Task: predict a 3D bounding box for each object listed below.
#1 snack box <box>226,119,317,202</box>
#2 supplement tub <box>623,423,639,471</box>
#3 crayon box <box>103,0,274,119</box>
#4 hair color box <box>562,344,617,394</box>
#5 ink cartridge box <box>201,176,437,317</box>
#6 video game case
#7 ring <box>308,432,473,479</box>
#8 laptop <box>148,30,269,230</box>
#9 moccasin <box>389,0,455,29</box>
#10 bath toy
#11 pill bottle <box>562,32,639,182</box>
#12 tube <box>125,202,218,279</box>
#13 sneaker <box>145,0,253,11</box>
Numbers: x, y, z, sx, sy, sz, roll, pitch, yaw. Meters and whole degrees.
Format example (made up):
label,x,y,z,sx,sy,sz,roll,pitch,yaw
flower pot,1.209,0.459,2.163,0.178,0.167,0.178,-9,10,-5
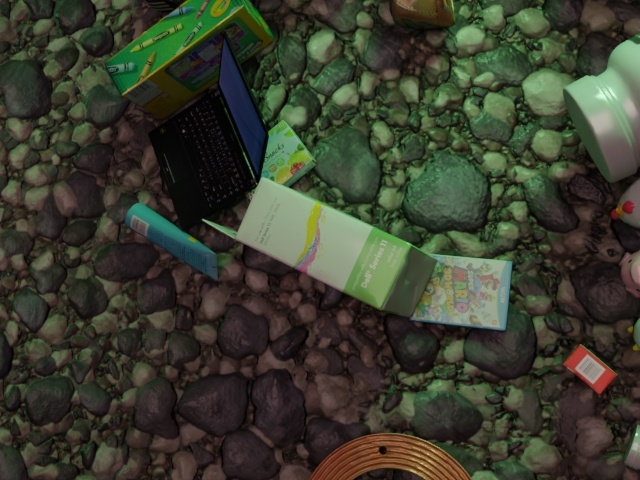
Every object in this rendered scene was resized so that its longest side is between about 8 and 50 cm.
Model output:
label,x,y,z,sx,sy,sz,roll,pitch,yaw
snack box,-0.091,-0.139,1.612,0.141,0.037,0.100,-39,72,9
supplement tub,0.535,0.336,1.353,0.107,0.071,0.071,18,88,18
crayon box,-0.239,-0.351,1.616,0.278,0.165,0.081,-34,74,9
hair color box,0.420,0.201,1.366,0.072,0.141,0.043,41,95,17
ink cartridge box,0.000,0.000,1.474,0.353,0.207,0.119,25,91,21
video game case,0.241,0.088,1.499,0.166,0.015,0.119,5,84,16
ring,0.121,0.496,1.473,0.336,0.032,0.337,-2,82,15
laptop,-0.210,-0.193,1.575,0.264,0.136,0.234,-30,64,14
moccasin,0.209,-0.564,1.529,0.146,0.139,0.380,5,84,16
bath toy,0.534,0.066,1.366,0.129,0.151,0.348,-20,75,49
pill bottle,0.578,-0.248,1.345,0.362,0.210,0.210,-27,76,11
tube,-0.274,0.000,1.634,0.207,0.080,0.052,31,61,19
sneaker,-0.231,-0.517,1.679,0.228,0.086,0.132,3,81,17
